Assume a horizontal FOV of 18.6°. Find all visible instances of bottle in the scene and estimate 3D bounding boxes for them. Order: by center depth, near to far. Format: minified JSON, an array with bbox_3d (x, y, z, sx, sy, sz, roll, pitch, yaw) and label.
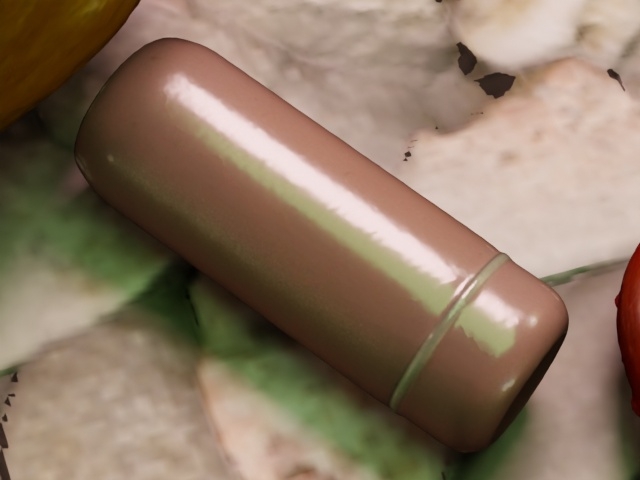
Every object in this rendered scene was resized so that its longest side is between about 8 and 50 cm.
[{"bbox_3d":[0.000,0.000,0.535,0.140,0.053,0.053,35,60,12],"label":"bottle"}]

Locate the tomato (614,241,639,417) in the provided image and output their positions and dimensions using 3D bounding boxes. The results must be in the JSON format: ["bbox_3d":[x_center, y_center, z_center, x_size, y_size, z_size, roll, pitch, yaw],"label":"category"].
[{"bbox_3d":[0.168,0.020,0.517,0.159,0.091,0.139,11,47,-16],"label":"tomato"}]

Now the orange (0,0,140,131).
[{"bbox_3d":[-0.143,-0.143,0.471,0.235,0.279,0.279,19,57,18],"label":"orange"}]
